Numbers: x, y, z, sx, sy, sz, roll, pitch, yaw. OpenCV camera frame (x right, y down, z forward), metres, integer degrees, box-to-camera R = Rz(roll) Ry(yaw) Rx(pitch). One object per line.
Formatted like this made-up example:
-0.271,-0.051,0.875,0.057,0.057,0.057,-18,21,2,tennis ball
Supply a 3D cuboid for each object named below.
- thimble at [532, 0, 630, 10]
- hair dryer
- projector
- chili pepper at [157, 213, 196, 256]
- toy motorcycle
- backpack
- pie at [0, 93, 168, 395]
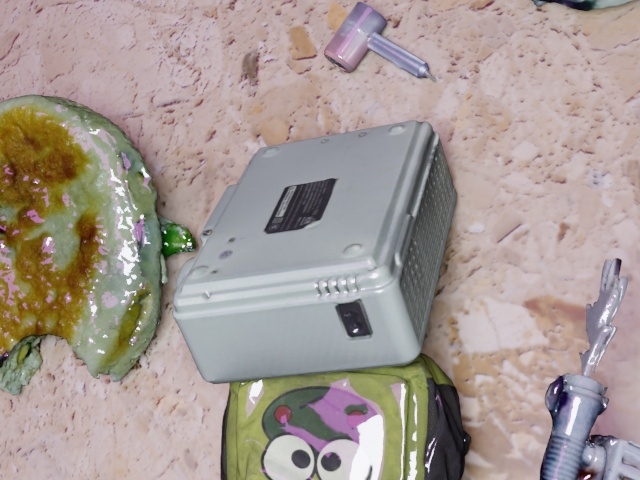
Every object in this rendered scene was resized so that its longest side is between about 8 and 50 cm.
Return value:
0.252,-0.328,1.001,0.237,0.150,0.237,-7,68,18,thimble
0.064,-0.179,1.093,0.114,0.037,0.063,34,89,21,hair dryer
0.000,0.000,0.944,0.192,0.099,0.257,-9,30,21,projector
-0.214,-0.038,1.140,0.227,0.059,0.088,24,100,25,chili pepper
0.192,0.216,0.805,0.134,0.207,0.401,22,79,6,toy motorcycle
0.017,0.214,0.917,0.207,0.140,0.253,-2,80,23,backpack
-0.279,0.004,1.106,0.302,0.067,0.303,0,90,23,pie
